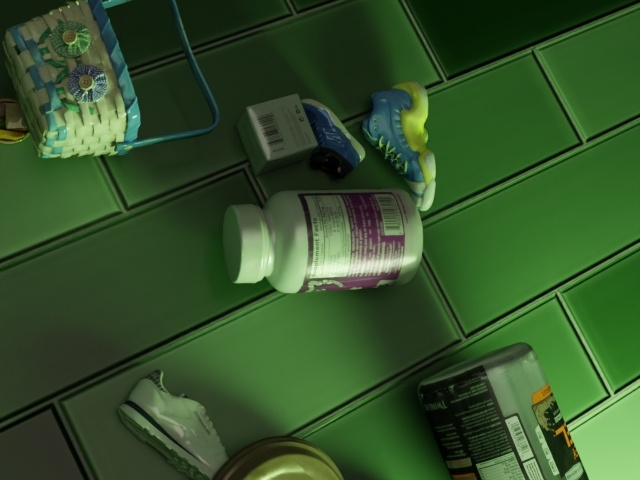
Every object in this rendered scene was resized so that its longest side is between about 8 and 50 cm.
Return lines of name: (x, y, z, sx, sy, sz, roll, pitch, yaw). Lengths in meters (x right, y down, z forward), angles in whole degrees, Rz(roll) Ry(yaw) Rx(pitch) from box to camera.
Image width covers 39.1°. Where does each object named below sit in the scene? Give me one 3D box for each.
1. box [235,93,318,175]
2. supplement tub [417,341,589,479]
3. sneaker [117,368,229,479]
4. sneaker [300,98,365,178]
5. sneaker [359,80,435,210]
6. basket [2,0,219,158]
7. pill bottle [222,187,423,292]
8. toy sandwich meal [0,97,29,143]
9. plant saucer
box: (-0.076, -0.180, 1.535, 0.102, 0.087, 0.101, -19, 82, -23)
supplement tub: (0.309, 0.353, 1.457, 0.207, 0.207, 0.338, -19, 83, -22)
sneaker: (-0.194, 0.299, 1.371, 0.235, 0.090, 0.095, 43, 57, -5)
sneaker: (0.002, -0.174, 1.575, 0.152, 0.058, 0.084, 46, 58, -9)
sneaker: (0.136, -0.166, 1.618, 0.126, 0.091, 0.240, -4, 77, -1)
basket: (-0.326, -0.254, 1.409, 0.289, 0.201, 0.254, -21, 84, -29)
pill bottle: (0.000, 0.000, 1.469, 0.302, 0.169, 0.169, -2, 76, -19)
toy sandwich meal: (-0.493, -0.192, 1.428, 0.086, 0.029, 0.085, 5, 74, -18)
plant saucer: (-0.059, 0.437, 1.354, 0.278, 0.041, 0.278, 3, 85, -34)
